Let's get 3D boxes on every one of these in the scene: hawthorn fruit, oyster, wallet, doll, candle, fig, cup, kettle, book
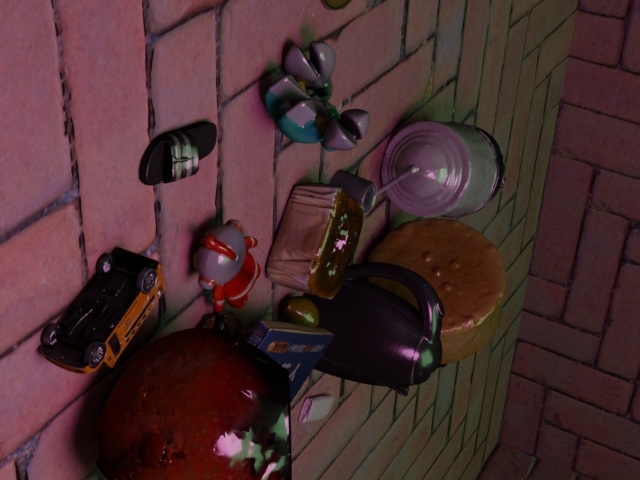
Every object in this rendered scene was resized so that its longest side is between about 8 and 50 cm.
[{"bbox_3d":[-0.175,0.282,1.605,0.316,0.316,0.315,-47,147,-44],"label":"hawthorn fruit"},{"bbox_3d":[-0.138,0.208,1.937,0.345,0.079,0.128,38,64,-63],"label":"oyster"},{"bbox_3d":[-0.009,0.378,2.402,0.061,0.025,0.122,-66,158,6],"label":"wallet"},{"bbox_3d":[-0.006,-0.240,1.821,0.153,0.195,0.258,-40,-170,11],"label":"doll"},{"bbox_3d":[0.264,-0.156,2.356,0.342,0.221,0.221,-8,114,-64],"label":"candle"},{"bbox_3d":[-0.044,0.142,2.084,0.088,0.074,0.074,42,68,-46],"label":"fig"},{"bbox_3d":[0.070,-0.096,2.145,0.100,0.077,0.078,-26,130,-60],"label":"cup"},{"bbox_3d":[0.115,0.172,2.184,0.207,0.290,0.268,-25,128,-58],"label":"kettle"},{"bbox_3d":[-0.153,0.039,1.761,0.142,0.076,0.245,-66,160,-14],"label":"doll"},{"bbox_3d":[-0.151,0.327,1.893,0.428,0.039,0.300,-57,158,7],"label":"book"}]

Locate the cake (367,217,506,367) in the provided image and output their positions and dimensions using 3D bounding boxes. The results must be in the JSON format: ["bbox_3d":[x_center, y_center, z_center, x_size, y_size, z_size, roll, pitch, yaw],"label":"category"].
[{"bbox_3d":[0.255,0.155,2.460,0.332,0.332,0.321,-57,161,-29],"label":"cake"}]

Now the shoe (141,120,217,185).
[{"bbox_3d":[-0.193,-0.128,1.572,0.179,0.049,0.071,-37,139,-53],"label":"shoe"}]

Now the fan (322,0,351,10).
[{"bbox_3d":[0.027,-0.504,1.821,0.335,0.011,0.229,-25,130,-62],"label":"fan"}]

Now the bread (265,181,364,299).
[{"bbox_3d":[0.000,0.002,2.025,0.209,0.110,0.192,-69,158,-4],"label":"bread"}]

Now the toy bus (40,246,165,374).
[{"bbox_3d":[-0.295,0.107,1.480,0.194,0.083,0.088,-58,155,-29],"label":"toy bus"}]
